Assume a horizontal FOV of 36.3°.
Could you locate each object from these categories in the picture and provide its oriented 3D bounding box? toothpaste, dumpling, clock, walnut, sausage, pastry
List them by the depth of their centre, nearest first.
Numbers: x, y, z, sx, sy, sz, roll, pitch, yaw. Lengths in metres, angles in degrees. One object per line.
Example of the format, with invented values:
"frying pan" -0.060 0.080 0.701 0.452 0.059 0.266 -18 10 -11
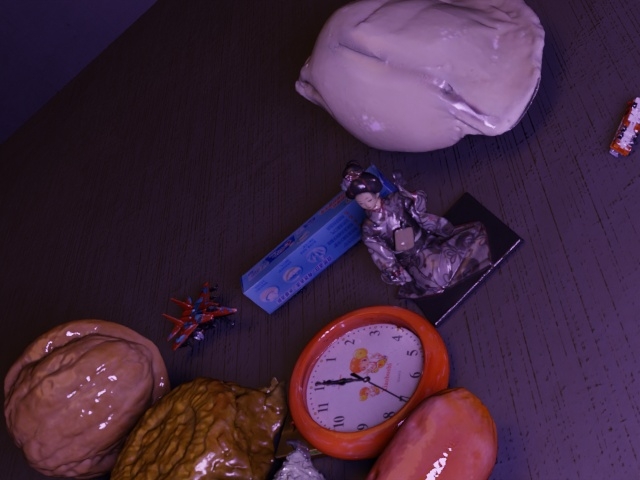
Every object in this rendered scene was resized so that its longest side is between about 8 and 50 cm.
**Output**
"sausage" 0.089 0.267 0.981 0.259 0.113 0.113 -56 30 -8
"clock" 0.056 0.167 1.167 0.205 0.051 0.205 -17 44 18
"pastry" -0.168 0.289 1.263 0.235 0.132 0.240 -31 37 43
"dumpling" 0.154 -0.277 1.413 0.395 0.233 0.315 21 70 44
"toothpaste" 0.000 0.000 1.449 0.272 0.066 0.053 -40 30 15
"walnut" -0.355 0.240 1.504 0.257 0.257 0.224 -50 -2 -1

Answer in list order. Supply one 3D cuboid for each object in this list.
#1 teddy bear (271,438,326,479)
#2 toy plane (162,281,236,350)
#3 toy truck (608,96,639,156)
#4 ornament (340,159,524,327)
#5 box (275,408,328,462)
"teddy bear" -0.039 0.319 1.083 0.111 0.133 0.213 -4 40 42
"toy plane" -0.182 0.121 1.564 0.189 0.061 0.130 -4 52 46
"toy truck" 0.367 -0.137 1.157 0.083 0.024 0.032 -62 3 -16
"ornament" 0.104 -0.023 1.208 0.166 0.196 0.153 -48 29 6
"box" 0.005 0.228 1.226 0.133 0.023 0.090 -22 38 40
